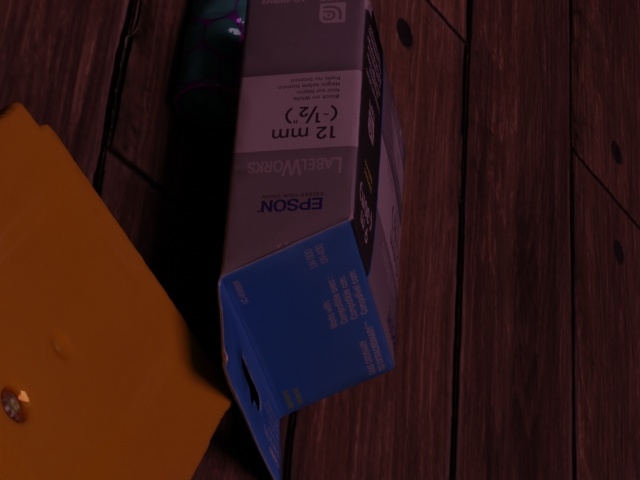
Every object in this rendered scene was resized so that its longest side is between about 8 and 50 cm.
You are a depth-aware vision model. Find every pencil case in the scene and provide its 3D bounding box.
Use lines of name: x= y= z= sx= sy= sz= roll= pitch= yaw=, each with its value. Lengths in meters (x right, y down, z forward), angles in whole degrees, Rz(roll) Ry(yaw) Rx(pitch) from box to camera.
pencil case: x=-0.084 y=-0.171 z=1.432 sx=0.064 sy=0.070 sz=0.151 roll=45 pitch=42 yaw=-41

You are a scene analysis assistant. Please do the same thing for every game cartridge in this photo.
game cartridge: x=-0.190 y=0.079 z=1.091 sx=0.285 sy=0.053 sz=0.323 roll=57 pitch=23 yaw=-13

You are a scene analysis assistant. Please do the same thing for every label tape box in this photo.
label tape box: x=0.000 y=0.000 z=1.368 sx=0.249 sy=0.115 sz=0.347 roll=72 pitch=17 yaw=-57
